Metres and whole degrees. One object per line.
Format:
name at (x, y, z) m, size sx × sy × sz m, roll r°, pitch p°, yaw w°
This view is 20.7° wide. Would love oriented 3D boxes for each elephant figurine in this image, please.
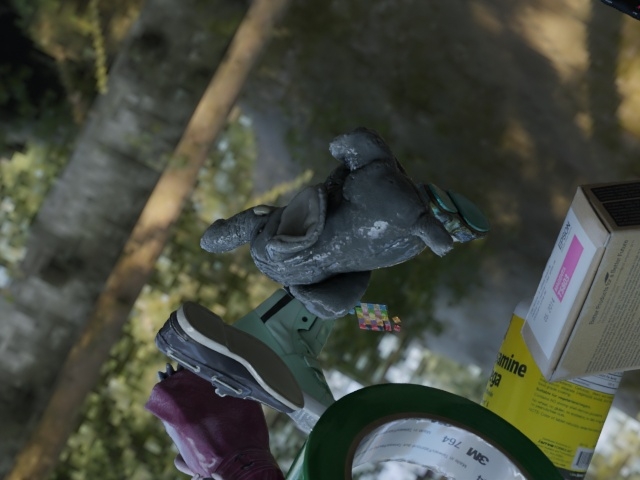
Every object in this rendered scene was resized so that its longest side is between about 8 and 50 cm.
elephant figurine at (0.000, 0.000, 1.913) m, size 0.169 × 0.239 × 0.186 m, roll 56°, pitch -177°, yaw -1°

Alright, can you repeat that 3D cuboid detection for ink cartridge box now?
ink cartridge box at (0.352, 0.041, 1.968) m, size 0.193 × 0.235 × 0.088 m, roll -5°, pitch -135°, yaw -23°

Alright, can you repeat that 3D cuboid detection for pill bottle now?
pill bottle at (0.358, 0.202, 2.669) m, size 0.188 × 0.334 × 0.188 m, roll 20°, pitch -177°, yaw -1°

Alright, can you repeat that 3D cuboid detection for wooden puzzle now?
wooden puzzle at (0.077, 0.110, 2.551) m, size 0.083 × 0.049 × 0.006 m, roll 5°, pitch -143°, yaw 25°

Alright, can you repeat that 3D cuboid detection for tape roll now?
tape roll at (0.120, 0.291, 1.796) m, size 0.321 × 0.077 × 0.321 m, roll 17°, pitch -142°, yaw -14°

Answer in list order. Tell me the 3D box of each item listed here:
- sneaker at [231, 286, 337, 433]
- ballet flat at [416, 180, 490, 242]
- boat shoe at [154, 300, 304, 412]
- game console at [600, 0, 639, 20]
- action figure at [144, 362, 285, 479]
sneaker at (-0.006, 0.160, 2.323) m, size 0.256 × 0.151 × 0.094 m, roll 37°, pitch 160°, yaw 25°
ballet flat at (0.139, -0.028, 2.065) m, size 0.070 × 0.070 × 0.188 m, roll 39°, pitch -173°, yaw 29°
boat shoe at (-0.105, 0.146, 2.042) m, size 0.206 × 0.065 × 0.075 m, roll 38°, pitch -154°, yaw -30°
game console at (0.148, -0.264, 1.372) m, size 0.361 × 0.044 × 0.213 m, roll 17°, pitch -155°, yaw -31°
action figure at (-0.121, 0.348, 2.539) m, size 0.248 × 0.276 × 0.370 m, roll -12°, pitch -133°, yaw -29°
